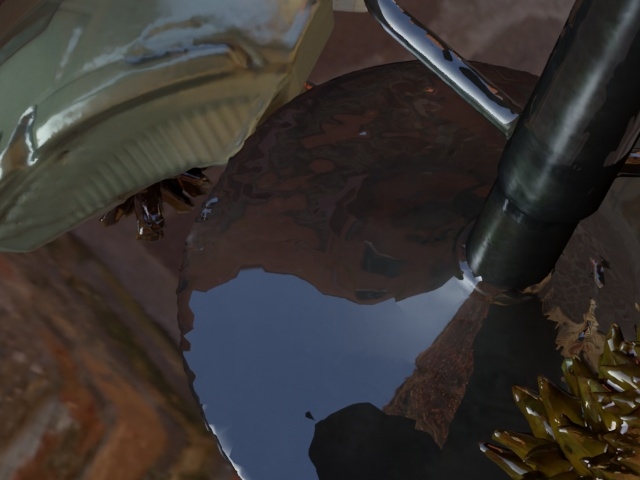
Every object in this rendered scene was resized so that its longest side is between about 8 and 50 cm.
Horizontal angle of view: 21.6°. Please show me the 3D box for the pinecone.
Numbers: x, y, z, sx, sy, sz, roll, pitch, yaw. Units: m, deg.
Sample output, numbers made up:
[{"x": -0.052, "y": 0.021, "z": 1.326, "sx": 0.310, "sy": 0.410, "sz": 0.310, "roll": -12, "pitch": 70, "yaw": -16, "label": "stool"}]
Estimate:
[{"x": -0.188, "y": -0.105, "z": 1.729, "sx": 0.168, "sy": 0.185, "sz": 0.212, "roll": -1, "pitch": 96, "yaw": 61, "label": "pinecone"}]

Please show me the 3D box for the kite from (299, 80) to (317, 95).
[{"x": 0.002, "y": 0.000, "z": 1.621, "sx": 0.013, "sy": 0.378, "sz": 0.327, "roll": -6, "pitch": 31, "yaw": 21, "label": "kite"}]

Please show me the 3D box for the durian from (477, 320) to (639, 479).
[{"x": 0.175, "y": 0.060, "z": 0.472, "sx": 0.252, "sy": 0.144, "sz": 0.139, "roll": 12, "pitch": 52, "yaw": -1, "label": "durian"}]

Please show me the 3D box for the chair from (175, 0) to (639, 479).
[{"x": 0.089, "y": -0.066, "z": 0.447, "sx": 0.226, "sy": 0.401, "sz": 0.227, "roll": 4, "pitch": 61, "yaw": -8, "label": "chair"}]

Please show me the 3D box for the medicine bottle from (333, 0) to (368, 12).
[{"x": -0.053, "y": -0.344, "z": 2.059, "sx": 0.252, "sy": 0.114, "sz": 0.114, "roll": 4, "pitch": 68, "yaw": -4, "label": "medicine bottle"}]

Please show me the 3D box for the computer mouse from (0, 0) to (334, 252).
[{"x": -0.193, "y": -0.133, "z": 1.347, "sx": 0.429, "sy": 0.145, "sz": 0.228, "roll": -24, "pitch": 45, "yaw": 21, "label": "computer mouse"}]
